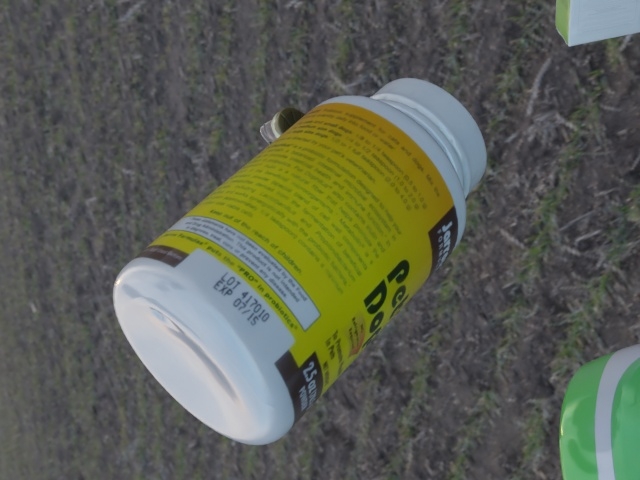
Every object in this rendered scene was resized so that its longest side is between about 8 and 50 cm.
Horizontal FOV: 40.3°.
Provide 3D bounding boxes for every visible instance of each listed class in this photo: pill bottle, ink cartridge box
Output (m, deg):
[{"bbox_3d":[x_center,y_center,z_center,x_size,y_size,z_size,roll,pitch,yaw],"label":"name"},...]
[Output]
[{"bbox_3d":[0.000,0.000,0.482,0.117,0.215,0.117,32,148,23],"label":"pill bottle"},{"bbox_3d":[0.390,-0.381,1.203,0.062,0.108,0.209,-100,-1,-46],"label":"ink cartridge box"}]

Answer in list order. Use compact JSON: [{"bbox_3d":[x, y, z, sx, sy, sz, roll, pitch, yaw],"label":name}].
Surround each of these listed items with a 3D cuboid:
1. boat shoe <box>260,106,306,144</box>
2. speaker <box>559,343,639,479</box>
[{"bbox_3d":[-0.005,-0.100,1.005,0.152,0.056,0.049,38,153,-32],"label":"boat shoe"},{"bbox_3d":[0.276,0.101,0.420,0.296,0.131,0.131,-12,99,39],"label":"speaker"}]
